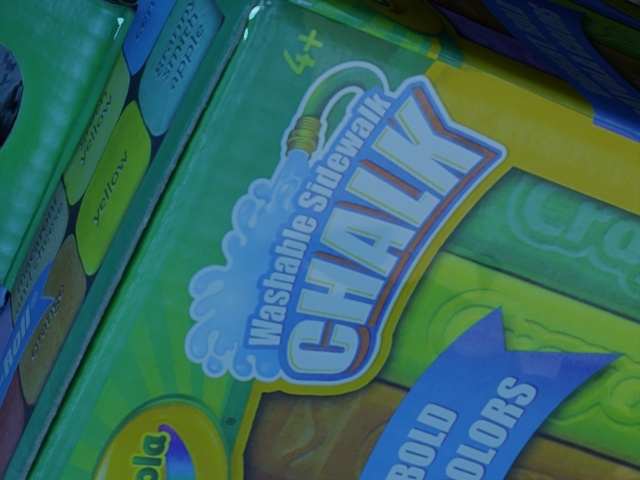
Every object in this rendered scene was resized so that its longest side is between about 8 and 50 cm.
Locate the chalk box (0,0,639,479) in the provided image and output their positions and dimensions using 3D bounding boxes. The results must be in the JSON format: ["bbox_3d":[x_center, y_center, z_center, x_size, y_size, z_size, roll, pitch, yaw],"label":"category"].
[{"bbox_3d":[0.000,0.000,0.577,0.289,0.179,0.180,18,111,-21],"label":"chalk box"}]
